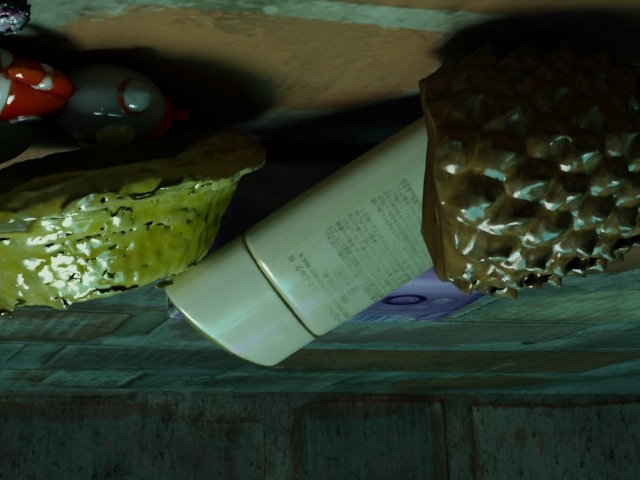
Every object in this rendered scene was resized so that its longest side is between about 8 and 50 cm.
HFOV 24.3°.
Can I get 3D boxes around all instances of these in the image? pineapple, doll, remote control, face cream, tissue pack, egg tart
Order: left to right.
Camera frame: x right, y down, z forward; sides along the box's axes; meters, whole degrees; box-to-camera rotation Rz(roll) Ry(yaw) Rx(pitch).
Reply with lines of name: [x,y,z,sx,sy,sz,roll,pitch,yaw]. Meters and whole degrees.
remote control: [-0.384,-0.085,1.460,0.256,0.045,0.097,-9,166,35]
doll: [-0.224,-0.121,1.272,0.245,0.076,0.142,10,170,-31]
egg tart: [-0.208,-0.018,1.377,0.345,0.132,0.345,-13,-172,2]
tissue pack: [0.000,0.000,1.646,0.338,0.160,0.242,2,165,-14]
face cream: [0.032,0.001,1.450,0.348,0.081,0.173,-33,138,4]
pineapple: [0.264,-0.071,1.279,0.357,0.223,0.223,-7,167,-3]

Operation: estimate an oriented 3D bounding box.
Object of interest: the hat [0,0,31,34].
hat: [-0.320,-0.131,1.131,0.227,0.140,0.129,-18,174,12]
